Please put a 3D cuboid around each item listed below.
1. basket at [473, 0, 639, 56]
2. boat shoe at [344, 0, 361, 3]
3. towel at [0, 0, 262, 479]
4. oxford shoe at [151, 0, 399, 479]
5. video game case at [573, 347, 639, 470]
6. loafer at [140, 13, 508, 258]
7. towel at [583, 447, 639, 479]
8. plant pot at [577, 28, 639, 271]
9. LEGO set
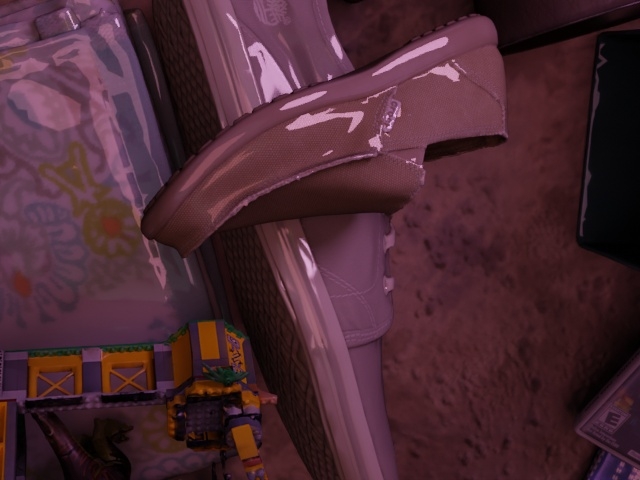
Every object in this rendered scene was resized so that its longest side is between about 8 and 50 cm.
[{"bbox_3d":[0.169,-0.261,0.879,0.204,0.154,0.226,-19,93,-31],"label":"basket"},{"bbox_3d":[0.009,-0.302,0.897,0.095,0.095,0.257,-23,97,-5],"label":"boat shoe"},{"bbox_3d":[-0.240,0.025,0.923,0.321,0.090,0.374,-15,103,3],"label":"towel"},{"bbox_3d":[0.000,0.000,0.910,0.130,0.169,0.449,-18,97,-19],"label":"oxford shoe"},{"bbox_3d":[0.314,0.131,0.928,0.190,0.022,0.173,31,125,-4],"label":"video game case"},{"bbox_3d":[0.016,-0.053,0.783,0.268,0.102,0.092,-29,88,-18],"label":"loafer"},{"bbox_3d":[0.344,0.293,1.020,0.336,0.040,0.243,24,97,-3],"label":"towel"},{"bbox_3d":[0.330,-0.060,0.909,0.234,0.166,0.165,3,97,-7],"label":"plant pot"},{"bbox_3d":[-0.144,0.222,0.838,0.255,0.192,0.331,5,128,-15],"label":"LEGO set"}]
